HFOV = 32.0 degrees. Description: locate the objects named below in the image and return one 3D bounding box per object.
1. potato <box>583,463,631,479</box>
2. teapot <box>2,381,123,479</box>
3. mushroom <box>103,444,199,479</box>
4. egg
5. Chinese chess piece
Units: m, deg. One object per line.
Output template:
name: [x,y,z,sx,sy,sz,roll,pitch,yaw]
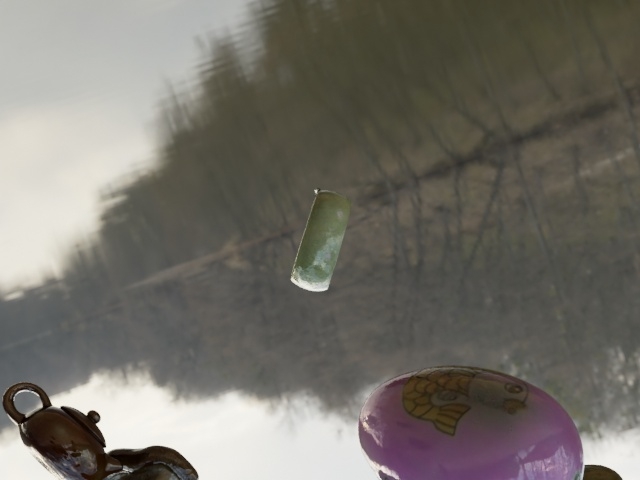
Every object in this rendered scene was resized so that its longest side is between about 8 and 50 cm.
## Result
potato: [0.310,0.388,1.459,0.251,0.159,0.174,-33,-135,-4]
teapot: [-0.466,0.346,2.017,0.135,0.252,0.178,-45,177,-26]
mushroom: [-0.357,0.472,2.020,0.227,0.148,0.217,-20,-166,32]
egg: [0.167,0.242,1.284,0.271,0.196,0.196,-2,-172,29]
Chinese chess piece: [0.000,0.000,1.571,0.058,0.144,0.144,17,179,0]
